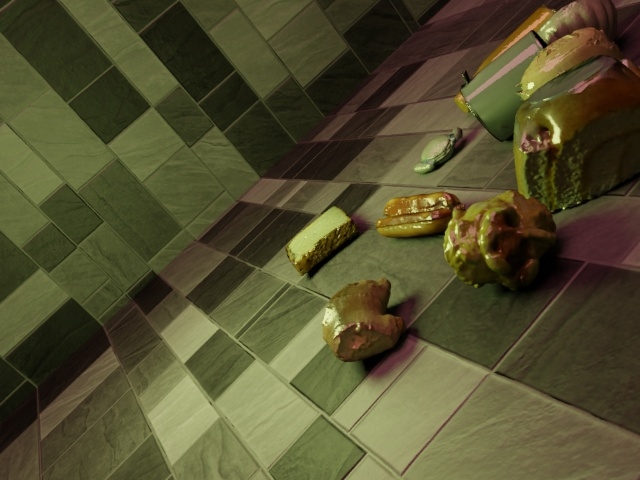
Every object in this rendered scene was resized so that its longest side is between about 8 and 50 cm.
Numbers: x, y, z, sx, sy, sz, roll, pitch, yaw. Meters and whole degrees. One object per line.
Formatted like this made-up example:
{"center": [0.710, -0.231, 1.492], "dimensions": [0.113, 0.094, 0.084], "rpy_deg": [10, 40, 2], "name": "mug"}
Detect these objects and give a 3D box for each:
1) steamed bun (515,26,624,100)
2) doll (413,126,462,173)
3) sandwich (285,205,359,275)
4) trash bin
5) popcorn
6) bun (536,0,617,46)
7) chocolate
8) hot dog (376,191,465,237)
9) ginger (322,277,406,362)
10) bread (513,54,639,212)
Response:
{"center": [0.680, -0.419, 1.773], "dimensions": [0.273, 0.232, 0.166], "rpy_deg": [-35, 24, 3], "name": "steamed bun"}
{"center": [0.398, -0.303, 2.255], "dimensions": [0.214, 0.071, 0.103], "rpy_deg": [-43, 19, 2], "name": "doll"}
{"center": [0.000, 0.001, 2.301], "dimensions": [0.251, 0.087, 0.226], "rpy_deg": [-38, 22, -1], "name": "sandwich"}
{"center": [0.585, -0.457, 1.992], "dimensions": [0.263, 0.277, 0.217], "rpy_deg": [-38, 11, 28], "name": "trash bin"}
{"center": [0.391, -0.004, 1.486], "dimensions": [0.256, 0.194, 0.255], "rpy_deg": [-24, 24, -9], "name": "popcorn"}
{"center": [0.805, -0.606, 2.061], "dimensions": [0.263, 0.175, 0.263], "rpy_deg": [-22, -17, -7], "name": "bun"}
{"center": [0.664, -0.620, 2.367], "dimensions": [0.445, 0.162, 0.162], "rpy_deg": [-42, 20, 8], "name": "chocolate"}
{"center": [0.289, -0.066, 1.923], "dimensions": [0.337, 0.100, 0.135], "rpy_deg": [-6, 47, 58], "name": "hot dog"}
{"center": [0.111, 0.196, 1.655], "dimensions": [0.221, 0.130, 0.275], "rpy_deg": [-7, 36, 39], "name": "ginger"}
{"center": [0.587, -0.254, 1.551], "dimensions": [0.395, 0.264, 0.239], "rpy_deg": [-30, 29, 26], "name": "bread"}
